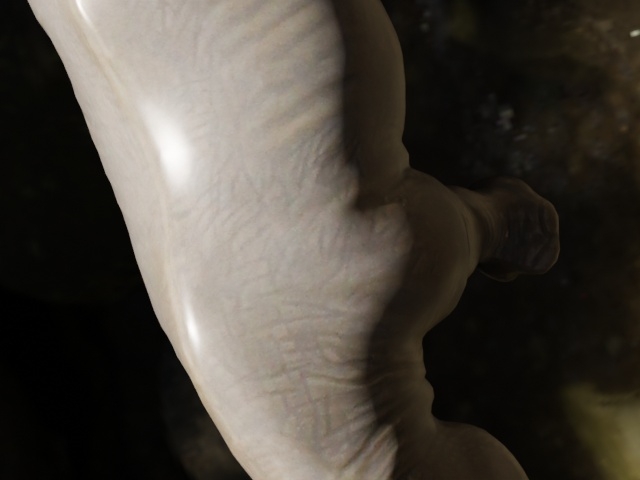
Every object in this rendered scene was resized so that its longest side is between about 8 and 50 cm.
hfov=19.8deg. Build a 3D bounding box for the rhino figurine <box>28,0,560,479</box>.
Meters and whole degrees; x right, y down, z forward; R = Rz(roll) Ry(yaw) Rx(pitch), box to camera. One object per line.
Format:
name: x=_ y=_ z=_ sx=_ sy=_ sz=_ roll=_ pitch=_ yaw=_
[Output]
rhino figurine: x=0.000 y=0.000 z=0.404 sx=0.073 sy=0.106 sz=0.243 roll=-25 pitch=81 yaw=33
